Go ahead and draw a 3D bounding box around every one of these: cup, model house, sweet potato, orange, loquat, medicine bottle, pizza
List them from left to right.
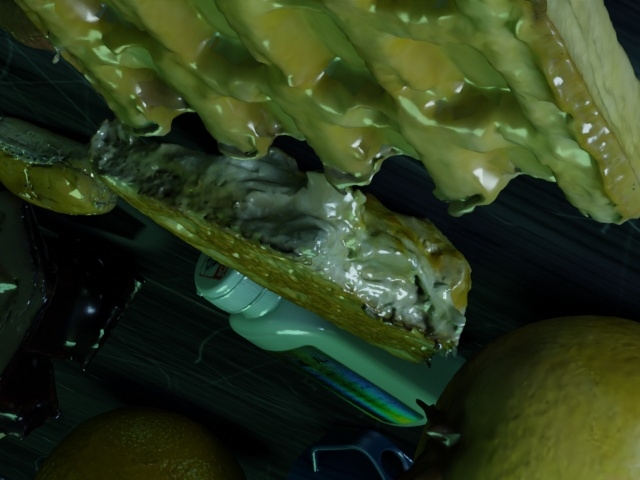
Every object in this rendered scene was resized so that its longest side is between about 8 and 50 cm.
[{"bbox_3d":[-0.193,-0.146,1.251,0.214,0.050,0.050,11,159,48],"label":"sweet potato"},{"bbox_3d":[-0.265,0.076,1.768,0.141,0.203,0.164,39,-176,23],"label":"model house"},{"bbox_3d":[-0.215,0.327,2.338,0.274,0.274,0.274,21,163,7],"label":"orange"},{"bbox_3d":[0.000,0.000,1.363,0.323,0.089,0.223,31,168,-29],"label":"pizza"},{"bbox_3d":[0.002,0.067,1.570,0.229,0.083,0.121,33,163,-32],"label":"medicine bottle"},{"bbox_3d":[0.046,0.268,2.088,0.155,0.131,0.177,15,132,38],"label":"cup"},{"bbox_3d":[0.178,0.181,1.368,0.274,0.275,0.275,21,163,7],"label":"loquat"}]

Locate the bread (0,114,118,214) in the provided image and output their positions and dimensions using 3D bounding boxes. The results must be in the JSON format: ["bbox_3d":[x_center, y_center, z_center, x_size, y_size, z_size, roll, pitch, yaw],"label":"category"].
[{"bbox_3d":[-0.208,-0.053,1.537,0.106,0.053,0.072,23,161,22],"label":"bread"}]

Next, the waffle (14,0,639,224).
[{"bbox_3d":[-0.022,-0.125,0.926,0.348,0.078,0.304,14,158,31],"label":"waffle"}]

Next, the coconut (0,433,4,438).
[{"bbox_3d":[-0.438,0.163,2.232,0.236,0.237,0.197,21,128,8],"label":"coconut"}]
